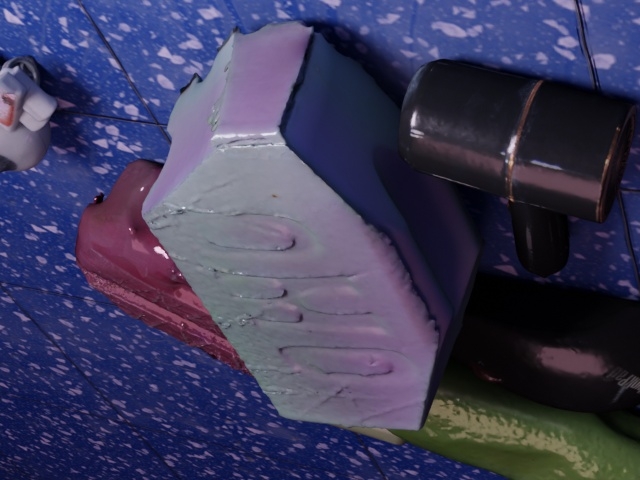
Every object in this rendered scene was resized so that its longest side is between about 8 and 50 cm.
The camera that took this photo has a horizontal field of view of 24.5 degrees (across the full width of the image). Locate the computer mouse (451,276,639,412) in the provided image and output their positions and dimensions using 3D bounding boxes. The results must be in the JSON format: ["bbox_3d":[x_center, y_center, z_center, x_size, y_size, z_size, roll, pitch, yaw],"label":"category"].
[{"bbox_3d":[0.258,0.126,1.606,0.269,0.100,0.170,8,149,27],"label":"computer mouse"}]

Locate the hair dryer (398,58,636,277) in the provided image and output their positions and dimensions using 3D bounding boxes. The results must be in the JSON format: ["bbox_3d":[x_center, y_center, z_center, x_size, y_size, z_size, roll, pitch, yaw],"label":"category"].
[{"bbox_3d":[0.182,-0.038,1.358,0.189,0.107,0.352,17,160,16],"label":"hair dryer"}]

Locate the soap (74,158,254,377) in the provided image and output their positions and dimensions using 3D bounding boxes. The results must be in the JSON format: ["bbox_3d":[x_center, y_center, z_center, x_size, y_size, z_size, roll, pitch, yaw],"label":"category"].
[{"bbox_3d":[-0.133,0.041,1.716,0.325,0.127,0.220,28,153,-11],"label":"soap"}]

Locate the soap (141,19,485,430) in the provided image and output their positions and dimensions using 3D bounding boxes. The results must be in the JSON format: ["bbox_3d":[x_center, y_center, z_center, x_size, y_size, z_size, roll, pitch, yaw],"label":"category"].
[{"bbox_3d":[0.000,0.000,1.413,0.261,0.156,0.446,1,141,29],"label":"soap"}]

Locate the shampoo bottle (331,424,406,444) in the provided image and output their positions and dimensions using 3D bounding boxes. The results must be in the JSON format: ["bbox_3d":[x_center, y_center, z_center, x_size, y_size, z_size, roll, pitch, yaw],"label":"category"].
[{"bbox_3d":[0.086,0.228,1.966,0.162,0.079,0.079,16,154,14],"label":"shampoo bottle"}]

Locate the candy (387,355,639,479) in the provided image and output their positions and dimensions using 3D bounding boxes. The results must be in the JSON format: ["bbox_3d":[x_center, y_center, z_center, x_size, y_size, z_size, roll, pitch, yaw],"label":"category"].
[{"bbox_3d":[0.237,0.214,1.772,0.343,0.132,0.142,20,126,0],"label":"candy"}]

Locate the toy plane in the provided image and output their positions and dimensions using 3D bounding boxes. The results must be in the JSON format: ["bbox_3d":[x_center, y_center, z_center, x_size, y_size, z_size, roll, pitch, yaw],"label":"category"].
[{"bbox_3d":[-0.389,-0.154,1.549,0.252,0.118,0.252,18,157,8],"label":"toy plane"}]
